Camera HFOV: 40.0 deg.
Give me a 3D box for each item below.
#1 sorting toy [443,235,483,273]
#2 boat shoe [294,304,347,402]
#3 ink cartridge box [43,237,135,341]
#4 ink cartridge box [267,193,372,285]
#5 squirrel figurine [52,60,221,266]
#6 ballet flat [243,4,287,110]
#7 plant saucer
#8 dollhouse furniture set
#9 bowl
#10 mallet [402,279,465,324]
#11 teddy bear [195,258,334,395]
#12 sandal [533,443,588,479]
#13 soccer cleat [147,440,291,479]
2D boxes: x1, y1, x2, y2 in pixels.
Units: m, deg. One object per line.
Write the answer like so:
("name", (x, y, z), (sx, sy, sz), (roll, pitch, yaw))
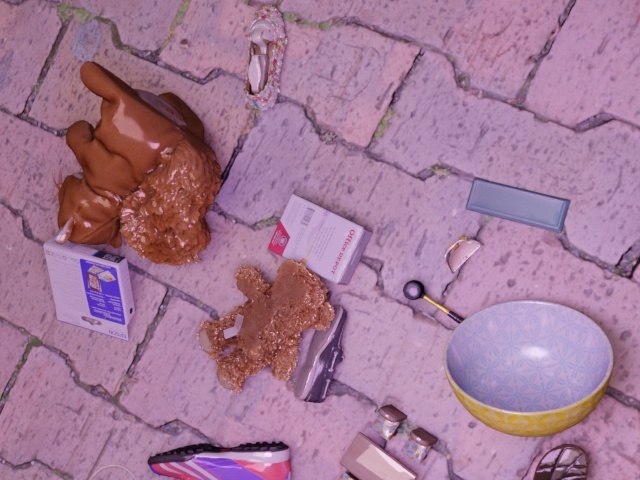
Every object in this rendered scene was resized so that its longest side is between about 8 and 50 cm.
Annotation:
("sorting toy", (0.264, 0.019, 1.698), (0.083, 0.075, 0.045), (-45, 72, 10))
("boat shoe", (0.014, 0.234, 1.788), (0.065, 0.075, 0.206), (24, 87, -22))
("ink cartridge box", (-0.514, 0.110, 1.969), (0.206, 0.045, 0.208), (14, 123, 20))
("ink cartridge box", (0.000, 0.000, 1.800), (0.175, 0.072, 0.127), (27, 93, 21))
("squirrel figurine", (-0.403, -0.107, 1.864), (0.397, 0.281, 0.370), (45, 106, 21))
("ballet flat", (-0.122, -0.400, 1.888), (0.091, 0.077, 0.241), (-3, 83, 21))
("plant saucer", (0.378, -0.070, 1.697), (0.192, 0.018, 0.067), (16, 90, 22))
("dollhouse furniture set", (0.142, 0.464, 1.648), (0.242, 0.161, 0.212), (34, 96, 20))
("bowl", (0.371, 0.255, 1.573), (0.289, 0.289, 0.156), (4, 128, 21))
("mallet", (0.240, 0.136, 1.701), (0.189, 0.062, 0.039), (35, 97, 20))
("teddy bear", (-0.114, 0.175, 1.815), (0.245, 0.113, 0.338), (45, 108, 29))
("sandal", (0.429, 0.467, 1.601), (0.090, 0.060, 0.219), (10, 103, 17))
("soccer cleat", (-0.212, 0.480, 1.812), (0.318, 0.108, 0.116), (-6, 86, 17))
